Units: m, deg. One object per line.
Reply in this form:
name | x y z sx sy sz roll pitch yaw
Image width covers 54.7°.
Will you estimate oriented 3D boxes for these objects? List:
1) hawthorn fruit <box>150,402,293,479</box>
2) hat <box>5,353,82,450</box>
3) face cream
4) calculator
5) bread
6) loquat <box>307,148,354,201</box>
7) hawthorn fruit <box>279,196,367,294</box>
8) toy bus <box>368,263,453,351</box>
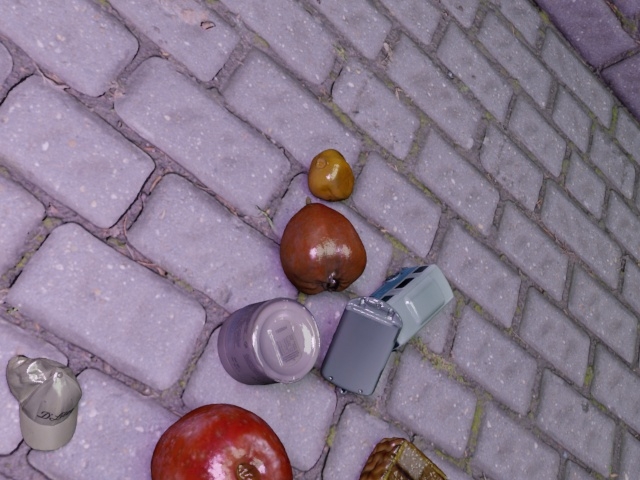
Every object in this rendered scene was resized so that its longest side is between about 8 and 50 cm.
hawthorn fruit | -0.182 0.443 1.140 0.284 0.284 0.285 11 70 -33
hat | -0.481 0.282 1.080 0.122 0.081 0.166 3 85 -33
face cream | -0.109 0.217 1.317 0.177 0.153 0.177 10 72 -33
calculator | 0.093 0.248 1.431 0.141 0.045 0.246 22 101 6
bread | 0.200 0.587 1.470 0.222 0.096 0.181 45 55 -20
loquat | 0.030 -0.159 1.556 0.137 0.113 0.137 34 48 -48
hawthorn fruit | 0.000 0.000 1.450 0.199 0.199 0.251 7 59 -35
toy bus | 0.202 0.170 1.548 0.271 0.164 0.133 -34 98 -38
